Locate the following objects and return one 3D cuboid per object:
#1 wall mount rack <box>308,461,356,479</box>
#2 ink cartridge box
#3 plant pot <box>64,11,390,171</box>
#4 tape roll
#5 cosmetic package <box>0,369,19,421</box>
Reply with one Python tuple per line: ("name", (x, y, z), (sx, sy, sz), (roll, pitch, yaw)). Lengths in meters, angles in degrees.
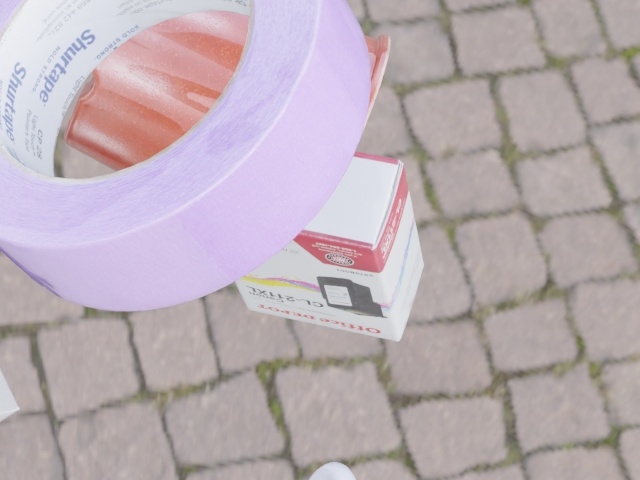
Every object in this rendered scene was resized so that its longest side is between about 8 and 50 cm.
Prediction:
("wall mount rack", (0.056, 0.301, 0.932), (0.131, 0.304, 0.350), (10, 76, -20))
("ink cartridge box", (0.000, 0.000, 1.209), (0.127, 0.175, 0.072), (11, 67, 14))
("plant pot", (-0.104, -0.138, 1.716), (0.265, 0.272, 0.272), (23, 60, -7))
("tape roll", (-0.111, -0.096, 1.059), (0.275, 0.090, 0.274), (-11, 58, 18))
("cosmetic package", (-0.457, 0.124, 1.897), (0.107, 0.127, 0.238), (-14, 75, -60))
